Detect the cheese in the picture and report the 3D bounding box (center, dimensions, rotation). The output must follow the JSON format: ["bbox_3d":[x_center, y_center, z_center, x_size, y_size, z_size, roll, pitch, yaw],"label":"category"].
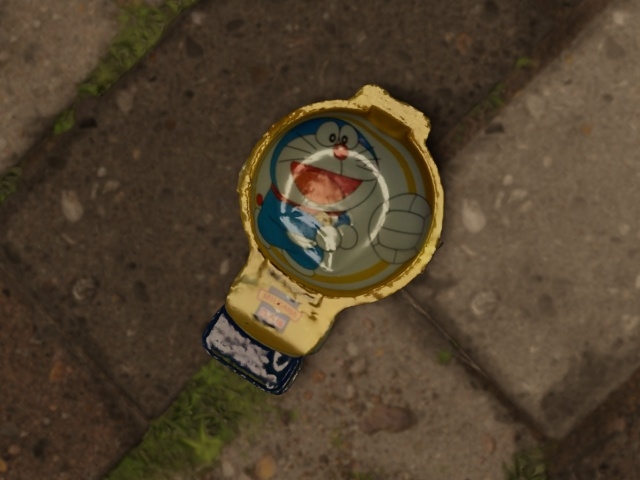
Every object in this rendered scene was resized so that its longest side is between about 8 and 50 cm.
[{"bbox_3d":[0.000,0.000,1.361,0.177,0.069,0.270,32,103,6],"label":"cheese"}]
